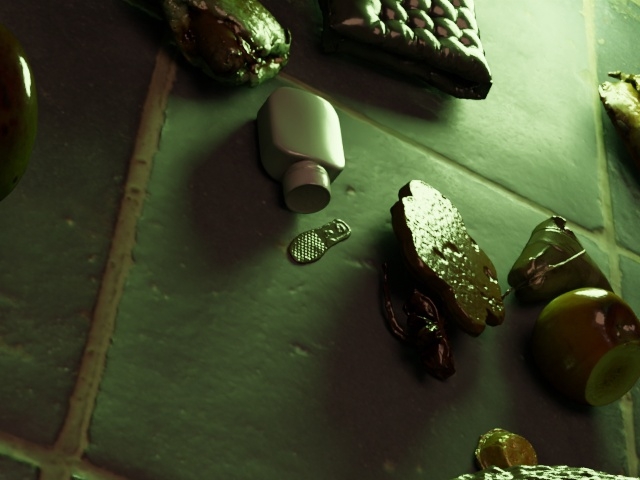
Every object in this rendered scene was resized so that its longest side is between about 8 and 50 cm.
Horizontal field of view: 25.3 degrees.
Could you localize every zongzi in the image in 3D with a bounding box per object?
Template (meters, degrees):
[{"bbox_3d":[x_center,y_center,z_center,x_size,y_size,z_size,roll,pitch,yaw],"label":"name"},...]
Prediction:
[{"bbox_3d":[0.365,0.078,2.137,0.178,0.081,0.189,46,44,-9],"label":"zongzi"}]

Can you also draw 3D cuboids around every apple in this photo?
[{"bbox_3d":[0.382,0.148,2.020,0.146,0.147,0.163,-12,64,-43],"label":"apple"}]

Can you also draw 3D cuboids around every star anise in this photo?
[{"bbox_3d":[0.130,0.104,1.928,0.097,0.070,0.191,37,28,-51],"label":"star anise"}]

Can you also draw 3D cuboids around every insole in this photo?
[{"bbox_3d":[0.000,0.000,1.964,0.045,0.002,0.135,50,40,10],"label":"insole"}]

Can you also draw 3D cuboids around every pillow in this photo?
[{"bbox_3d":[0.133,-0.367,2.340,0.326,0.101,0.228,14,50,-27],"label":"pillow"}]

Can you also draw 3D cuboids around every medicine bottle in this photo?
[{"bbox_3d":[-0.026,-0.127,2.009,0.119,0.069,0.183,17,44,-27],"label":"medicine bottle"}]

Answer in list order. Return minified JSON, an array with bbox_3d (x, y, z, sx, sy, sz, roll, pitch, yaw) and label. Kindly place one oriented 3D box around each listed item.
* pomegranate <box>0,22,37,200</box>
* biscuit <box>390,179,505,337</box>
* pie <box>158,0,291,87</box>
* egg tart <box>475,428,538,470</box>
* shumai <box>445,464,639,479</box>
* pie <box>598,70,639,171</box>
[{"bbox_3d":[-0.475,-0.130,1.552,0.291,0.323,0.291,10,77,-49],"label":"pomegranate"},{"bbox_3d":[0.179,0.029,2.027,0.208,0.041,0.290,31,30,-33],"label":"biscuit"},{"bbox_3d":[-0.156,-0.343,2.097,0.274,0.105,0.257,50,25,7],"label":"pie"},{"bbox_3d":[0.251,0.288,1.871,0.105,0.039,0.105,22,44,-23],"label":"egg tart"},{"bbox_3d":[0.265,0.404,1.596,0.314,0.262,0.267,-4,12,-2],"label":"shumai"},{"bbox_3d":[0.626,-0.194,2.581,0.308,0.085,0.308,22,42,-21],"label":"pie"}]
